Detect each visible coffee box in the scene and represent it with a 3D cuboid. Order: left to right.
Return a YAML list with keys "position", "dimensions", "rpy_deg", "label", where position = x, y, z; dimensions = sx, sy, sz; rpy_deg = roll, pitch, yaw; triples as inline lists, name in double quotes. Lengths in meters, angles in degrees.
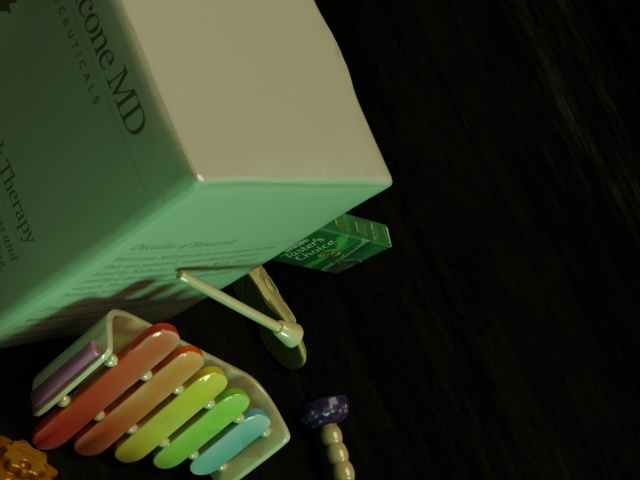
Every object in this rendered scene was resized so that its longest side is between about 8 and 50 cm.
- position: [0.000, 0.000, 1.799]
  dimensions: [0.184, 0.113, 0.040]
  rpy_deg: [15, 56, -48]
  label: "coffee box"

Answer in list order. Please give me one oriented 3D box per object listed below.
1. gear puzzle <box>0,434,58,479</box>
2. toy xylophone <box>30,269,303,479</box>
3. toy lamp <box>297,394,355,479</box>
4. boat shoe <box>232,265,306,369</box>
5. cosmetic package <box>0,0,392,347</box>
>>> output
- position: [-0.212, 0.301, 1.236]
  dimensions: [0.339, 0.044, 0.175]
  rpy_deg: [43, 21, 26]
  label: "gear puzzle"
- position: [-0.155, 0.156, 1.382]
  dimensions: [0.322, 0.236, 0.081]
  rpy_deg: [24, 30, -41]
  label: "toy xylophone"
- position: [0.043, 0.339, 1.623]
  dimensions: [0.080, 0.080, 0.275]
  rpy_deg: [10, 56, -48]
  label: "toy lamp"
- position: [-0.060, 0.100, 1.696]
  dimensions: [0.153, 0.056, 0.048]
  rpy_deg: [55, 38, 7]
  label: "boat shoe"
- position: [-0.208, -0.115, 1.365]
  dimensions: [0.327, 0.393, 0.329]
  rpy_deg: [-5, 67, -53]
  label: "cosmetic package"
